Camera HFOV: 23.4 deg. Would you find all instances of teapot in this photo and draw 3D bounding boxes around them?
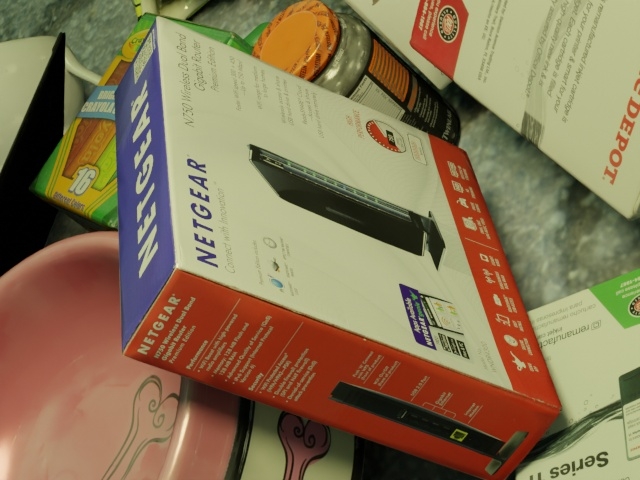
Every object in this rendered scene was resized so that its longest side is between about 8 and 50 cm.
[{"bbox_3d":[-0.385,-0.130,1.861,0.252,0.187,0.256,-18,2,-24],"label":"teapot"}]

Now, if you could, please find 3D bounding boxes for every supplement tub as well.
[{"bbox_3d":[0.030,-0.130,1.421,0.117,0.190,0.117,-27,43,29],"label":"supplement tub"}]

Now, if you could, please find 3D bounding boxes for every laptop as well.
[{"bbox_3d":[-0.434,0.020,1.596,0.407,0.382,0.236,-14,67,-16],"label":"laptop"}]

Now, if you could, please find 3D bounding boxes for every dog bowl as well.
[{"bbox_3d":[-0.170,0.173,1.179,0.408,0.150,0.408,-24,50,32],"label":"dog bowl"}]

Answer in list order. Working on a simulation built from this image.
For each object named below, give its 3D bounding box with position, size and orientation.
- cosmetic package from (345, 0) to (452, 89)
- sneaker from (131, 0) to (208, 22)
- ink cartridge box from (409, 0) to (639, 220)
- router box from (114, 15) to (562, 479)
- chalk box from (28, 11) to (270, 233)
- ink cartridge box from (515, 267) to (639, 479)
[{"bbox_3d":[0.103,-0.333,1.495,0.217,0.156,0.385,-41,30,15],"label":"cosmetic package"},{"bbox_3d":[-0.107,-0.366,1.767,0.384,0.145,0.147,137,139,-54],"label":"sneaker"},{"bbox_3d":[0.212,-0.175,1.203,0.273,0.114,0.197,45,137,36],"label":"ink cartridge box"},{"bbox_3d":[0.000,0.000,1.153,0.082,0.301,0.335,-56,26,28],"label":"router box"},{"bbox_3d":[-0.119,-0.110,1.569,0.180,0.179,0.289,18,75,51],"label":"chalk box"},{"bbox_3d":[0.220,0.136,1.097,0.153,0.087,0.208,-25,46,32],"label":"ink cartridge box"}]
